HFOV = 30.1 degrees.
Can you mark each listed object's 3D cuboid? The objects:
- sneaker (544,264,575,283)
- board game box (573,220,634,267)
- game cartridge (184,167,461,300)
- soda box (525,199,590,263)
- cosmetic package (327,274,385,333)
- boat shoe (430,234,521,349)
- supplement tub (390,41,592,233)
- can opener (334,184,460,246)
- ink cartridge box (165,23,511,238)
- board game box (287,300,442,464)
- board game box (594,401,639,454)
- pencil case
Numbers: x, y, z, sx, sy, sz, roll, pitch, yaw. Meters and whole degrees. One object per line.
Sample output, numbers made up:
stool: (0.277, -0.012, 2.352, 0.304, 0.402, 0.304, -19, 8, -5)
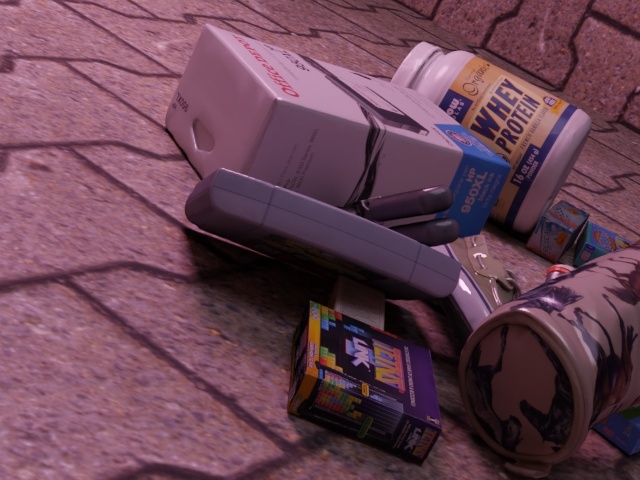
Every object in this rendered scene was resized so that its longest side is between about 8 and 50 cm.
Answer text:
sneaker: (0.389, 0.098, 1.717, 0.158, 0.061, 0.065, 27, 46, 8)
board game box: (0.533, 0.049, 2.007, 0.210, 0.047, 0.160, 28, 20, 6)
game cartridge: (0.000, 0.000, 1.337, 0.294, 0.060, 0.196, 21, -13, -13)
soda box: (0.398, -0.017, 1.990, 0.058, 0.063, 0.183, 31, 20, 13)
cosmetic package: (0.037, 0.084, 1.305, 0.060, 0.041, 0.115, 23, 19, -2)
boat shoe: (0.190, 0.058, 1.425, 0.094, 0.109, 0.302, -21, 24, 0)
supplement tub: (0.265, -0.177, 1.990, 0.316, 0.228, 0.228, 29, 19, 12)
can opener: (0.073, -0.015, 1.417, 0.093, 0.074, 0.280, -14, 2, -24)
ink cartridge box: (0.020, -0.135, 1.669, 0.395, 0.166, 0.285, 12, 22, -33)
board game box: (0.042, 0.135, 1.169, 0.141, 0.048, 0.170, 22, 19, -8)
board game box: (0.333, 0.173, 1.447, 0.211, 0.039, 0.160, 37, 23, 33)
pencil case: (0.315, 0.113, 1.290, 0.160, 0.183, 0.410, -16, 1, 45)
